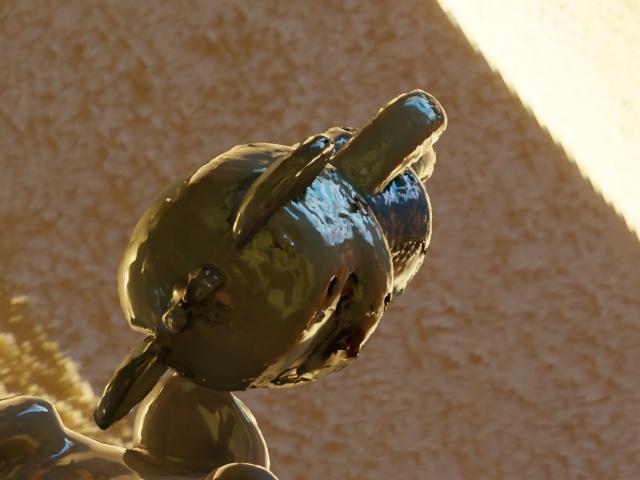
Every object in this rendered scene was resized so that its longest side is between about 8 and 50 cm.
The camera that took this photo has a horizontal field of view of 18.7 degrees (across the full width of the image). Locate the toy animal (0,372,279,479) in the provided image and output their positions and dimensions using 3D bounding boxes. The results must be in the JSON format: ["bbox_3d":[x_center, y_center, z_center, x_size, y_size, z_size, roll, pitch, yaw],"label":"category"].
[{"bbox_3d":[-0.074,0.195,0.571,0.208,0.154,0.325,-17,-127,5],"label":"toy animal"}]

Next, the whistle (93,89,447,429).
[{"bbox_3d":[0.000,0.000,0.650,0.077,0.235,0.114,39,-71,8],"label":"whistle"}]
